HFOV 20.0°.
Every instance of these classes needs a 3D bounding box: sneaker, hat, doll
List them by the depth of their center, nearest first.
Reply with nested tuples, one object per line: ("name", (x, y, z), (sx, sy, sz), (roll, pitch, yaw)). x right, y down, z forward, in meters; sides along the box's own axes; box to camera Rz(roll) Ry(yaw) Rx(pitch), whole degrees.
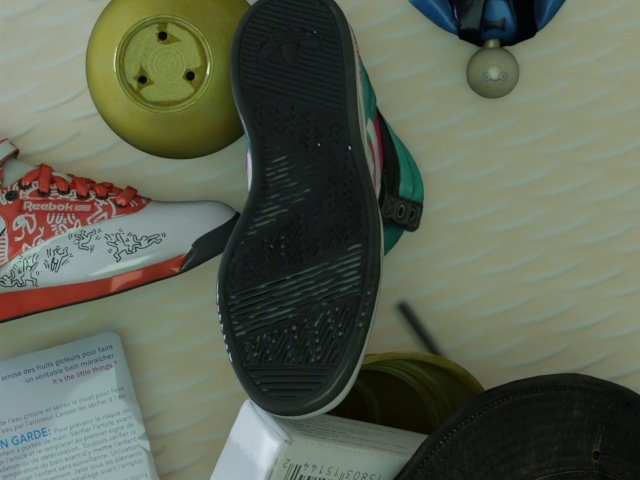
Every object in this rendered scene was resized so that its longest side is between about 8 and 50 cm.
("hat", (0.172, 0.253, 1.178), (0.331, 0.134, 0.331), (-13, 118, -26))
("sneaker", (0.000, 0.000, 1.212), (0.124, 0.178, 0.295), (-6, 64, 14))
("doll", (0.114, -0.193, 1.263), (0.129, 0.046, 0.189), (-6, 101, -7))
("sneaker", (-0.196, -0.026, 1.264), (0.270, 0.090, 0.145), (-15, 97, 5))

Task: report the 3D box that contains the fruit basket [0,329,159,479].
("fruit basket", (-0.249, 0.276, 1.283), (0.327, 0.165, 0.353), (-17, 79, 3))

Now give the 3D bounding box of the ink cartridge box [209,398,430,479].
("ink cartridge box", (0.032, 0.256, 1.216), (0.296, 0.066, 0.261), (16, 103, -35))

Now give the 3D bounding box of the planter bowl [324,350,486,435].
("planter bowl", (0.011, 0.156, 1.255), (0.217, 0.090, 0.217), (-14, 120, -26))

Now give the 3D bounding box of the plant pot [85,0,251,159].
("plant pot", (-0.103, -0.121, 1.250), (0.134, 0.095, 0.134), (0, 95, 2))
